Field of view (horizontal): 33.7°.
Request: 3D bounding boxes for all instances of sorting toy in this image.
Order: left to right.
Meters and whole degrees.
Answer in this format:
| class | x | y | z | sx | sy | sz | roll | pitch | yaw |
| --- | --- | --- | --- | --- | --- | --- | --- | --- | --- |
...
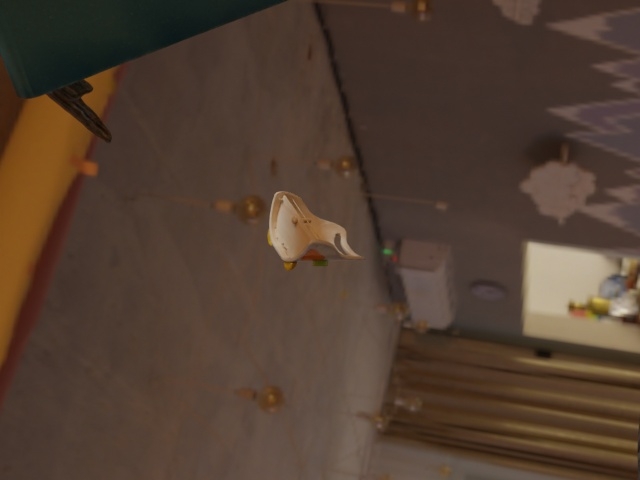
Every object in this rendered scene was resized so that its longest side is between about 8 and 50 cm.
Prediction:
| class | x | y | z | sx | sy | sz | roll | pitch | yaw |
| --- | --- | --- | --- | --- | --- | --- | --- | --- | --- |
| sorting toy | 0.000 | 0.000 | 0.931 | 0.083 | 0.075 | 0.045 | 55 | 129 | 49 |

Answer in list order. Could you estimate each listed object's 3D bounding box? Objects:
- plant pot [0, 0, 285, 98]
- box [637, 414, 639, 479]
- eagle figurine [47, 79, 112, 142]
| class | x | y | z | sx | sy | sz | roll | pitch | yaw |
| --- | --- | --- | --- | --- | --- | --- | --- | --- | --- |
| plant pot | -0.116 | -0.224 | 0.490 | 0.165 | 0.165 | 0.234 | -126 | 16 | -56 |
| box | 0.362 | 0.288 | 0.317 | 0.297 | 0.472 | 0.480 | 63 | -151 | -32 |
| eagle figurine | -0.210 | -0.286 | 0.996 | 0.298 | 0.225 | 0.226 | -51 | -33 | -1 |
